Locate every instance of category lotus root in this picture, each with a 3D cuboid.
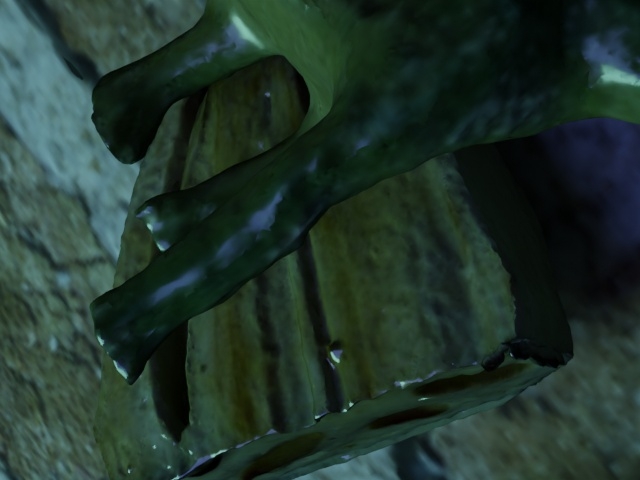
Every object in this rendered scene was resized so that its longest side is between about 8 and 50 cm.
[{"bbox_3d":[0.003,0.000,0.450,0.143,0.070,0.144,-15,70,27],"label":"lotus root"}]

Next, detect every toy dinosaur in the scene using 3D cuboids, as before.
[{"bbox_3d":[0.058,-0.097,0.357,0.301,0.087,0.447,-31,69,16],"label":"toy dinosaur"}]
